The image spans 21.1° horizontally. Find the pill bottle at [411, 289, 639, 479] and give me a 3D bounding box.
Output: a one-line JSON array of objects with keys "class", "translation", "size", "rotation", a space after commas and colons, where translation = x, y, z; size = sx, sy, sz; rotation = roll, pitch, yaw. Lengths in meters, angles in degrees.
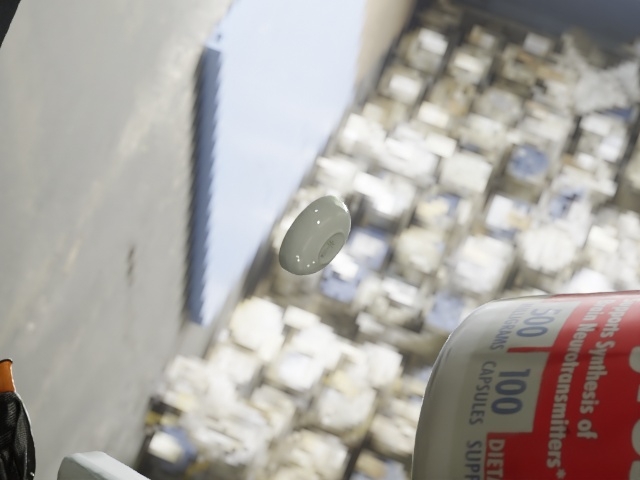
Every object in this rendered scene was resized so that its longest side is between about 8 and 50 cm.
[{"class": "pill bottle", "translation": [0.274, 0.135, 0.927], "size": [0.229, 0.408, 0.229], "rotation": [11, 77, -57]}]

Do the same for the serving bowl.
[{"class": "serving bowl", "translation": [0.000, 0.000, 1.568], "size": [0.083, 0.027, 0.083], "rotation": [-38, 150, -27]}]

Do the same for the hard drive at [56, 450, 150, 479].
[{"class": "hard drive", "translation": [-0.089, 0.313, 1.213], "size": [0.047, 0.353, 0.233], "rotation": [-2, 103, -38]}]

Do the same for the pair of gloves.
[{"class": "pair of gloves", "translation": [-0.164, 0.100, 0.784], "size": [0.010, 0.083, 0.074], "rotation": [30, 40, -54]}]

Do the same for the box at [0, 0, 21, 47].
[{"class": "box", "translation": [-0.485, -0.295, 1.659], "size": [0.294, 0.296, 0.182], "rotation": [7, 112, -53]}]
